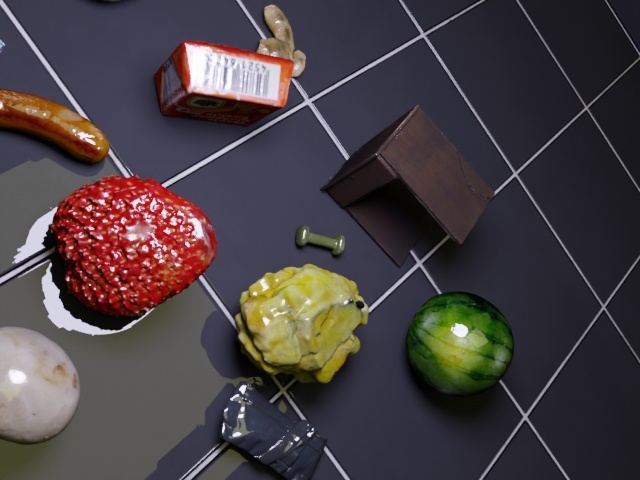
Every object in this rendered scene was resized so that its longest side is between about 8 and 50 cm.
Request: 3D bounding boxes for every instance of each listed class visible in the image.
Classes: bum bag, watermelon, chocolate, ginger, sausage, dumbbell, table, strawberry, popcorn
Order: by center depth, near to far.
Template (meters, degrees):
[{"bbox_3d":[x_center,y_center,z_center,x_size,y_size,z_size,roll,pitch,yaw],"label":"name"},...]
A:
[{"bbox_3d":[-0.342,0.003,1.057,0.261,0.257,0.261,4,82,-31],"label":"strawberry"},{"bbox_3d":[-0.551,-0.225,1.102,0.302,0.076,0.103,12,78,-25],"label":"sausage"},{"bbox_3d":[-0.096,0.393,1.182,0.248,0.060,0.123,39,62,-16],"label":"bum bag"},{"bbox_3d":[-0.034,0.168,1.198,0.286,0.215,0.252,-23,81,-36],"label":"popcorn"},{"bbox_3d":[-0.208,-0.322,1.239,0.237,0.235,0.108,0,88,-30],"label":"chocolate"},{"bbox_3d":[0.321,0.239,1.356,0.242,0.242,0.242,9,71,-27],"label":"watermelon"},{"bbox_3d":[0.000,0.000,1.360,0.118,0.046,0.052,14,75,-25],"label":"dumbbell"},{"bbox_3d":[0.203,-0.116,1.389,0.282,0.250,0.196,47,58,-11],"label":"table"},{"bbox_3d":[-0.108,-0.483,1.435,0.133,0.059,0.214,-16,85,-36],"label":"ginger"}]

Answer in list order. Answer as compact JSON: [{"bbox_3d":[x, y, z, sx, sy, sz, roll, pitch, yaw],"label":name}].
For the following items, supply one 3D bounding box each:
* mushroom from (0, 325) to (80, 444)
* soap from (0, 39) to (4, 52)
[{"bbox_3d":[-0.508,0.250,0.934,0.215,0.207,0.207,-39,97,-1],"label":"mushroom"},{"bbox_3d":[-0.675,-0.371,1.087,0.149,0.056,0.100,29,65,-18],"label":"soap"}]
